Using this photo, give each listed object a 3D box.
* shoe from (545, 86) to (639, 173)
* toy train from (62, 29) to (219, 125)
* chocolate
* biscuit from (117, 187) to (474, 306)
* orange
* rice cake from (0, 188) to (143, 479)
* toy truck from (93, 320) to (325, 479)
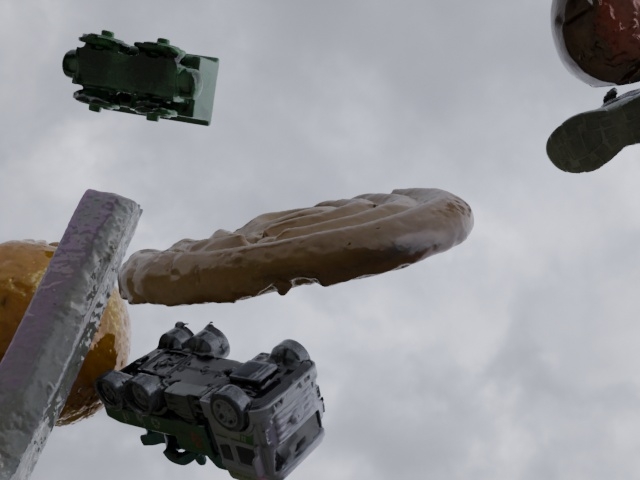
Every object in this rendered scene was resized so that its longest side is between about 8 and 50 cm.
[{"bbox_3d":[0.484,-0.197,1.238,0.228,0.125,0.099,-20,-71,30],"label":"shoe"},{"bbox_3d":[-0.327,-0.294,1.368,0.266,0.202,0.145,11,-83,12],"label":"toy train"},{"bbox_3d":[0.278,-0.215,0.701,0.127,0.124,0.133,9,-65,57],"label":"chocolate"},{"bbox_3d":[0.000,-0.001,0.438,0.224,0.144,0.033,-15,-80,-24],"label":"biscuit"},{"bbox_3d":[-0.473,0.146,1.199,0.341,0.340,0.293,-6,-110,17],"label":"orange"},{"bbox_3d":[-0.278,0.098,0.778,0.070,0.399,0.064,14,-36,-1],"label":"rice cake"},{"bbox_3d":[-0.162,0.233,1.077,0.364,0.176,0.177,-3,-69,39],"label":"toy truck"}]
